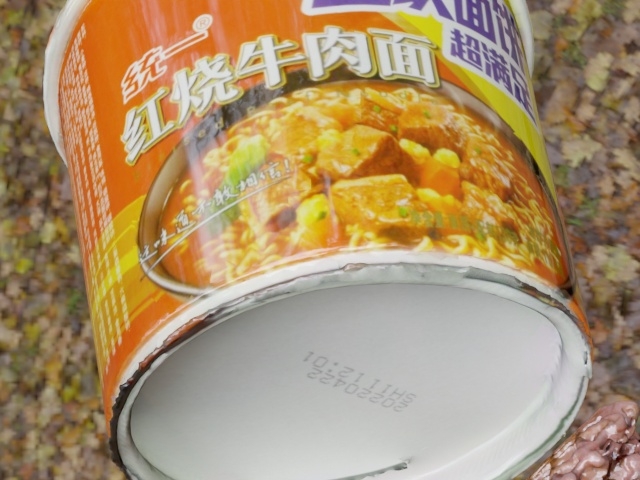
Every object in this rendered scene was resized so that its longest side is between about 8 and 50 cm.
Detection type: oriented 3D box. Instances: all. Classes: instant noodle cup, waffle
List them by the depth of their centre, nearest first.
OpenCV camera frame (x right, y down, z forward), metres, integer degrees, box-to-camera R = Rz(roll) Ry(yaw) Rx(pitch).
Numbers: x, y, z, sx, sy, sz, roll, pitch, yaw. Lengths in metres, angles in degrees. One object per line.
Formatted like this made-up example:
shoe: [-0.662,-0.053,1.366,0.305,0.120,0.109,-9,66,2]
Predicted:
waffle: [0.076,0.089,0.366,0.029,0.075,0.083,35,133,8]
instant noodle cup: [0.000,0.000,0.431,0.213,0.213,0.174,-36,43,26]
